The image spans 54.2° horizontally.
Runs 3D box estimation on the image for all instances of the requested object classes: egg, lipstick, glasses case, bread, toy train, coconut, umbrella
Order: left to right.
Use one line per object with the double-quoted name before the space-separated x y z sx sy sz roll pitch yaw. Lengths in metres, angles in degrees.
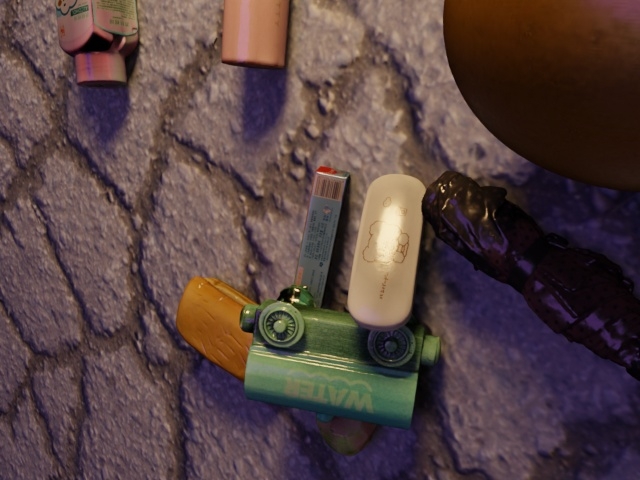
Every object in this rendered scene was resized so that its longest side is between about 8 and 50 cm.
"bread" -0.131 0.141 0.938 0.201 0.077 0.115 29 105 30
"lipstick" -0.077 -0.394 0.812 0.087 0.087 0.326 14 104 35
"toy train" 0.017 0.148 0.769 0.249 0.101 0.159 10 97 9
"coconut" 0.035 0.239 0.821 0.083 0.081 0.082 -9 55 51
"glasses case" 0.079 0.010 0.725 0.074 0.049 0.193 6 65 15
"umbrella" 0.237 0.037 0.634 0.326 0.090 0.094 40 114 26
"egg" 0.265 -0.175 0.463 0.352 0.283 0.282 12 103 29

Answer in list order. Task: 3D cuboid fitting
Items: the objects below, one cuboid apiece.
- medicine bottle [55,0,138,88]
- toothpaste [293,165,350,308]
"medicine bottle" -0.367 -0.351 1.030 0.119 0.094 0.187 0 96 39
"toothpaste" 0.000 0.000 0.835 0.044 0.070 0.193 13 106 5
